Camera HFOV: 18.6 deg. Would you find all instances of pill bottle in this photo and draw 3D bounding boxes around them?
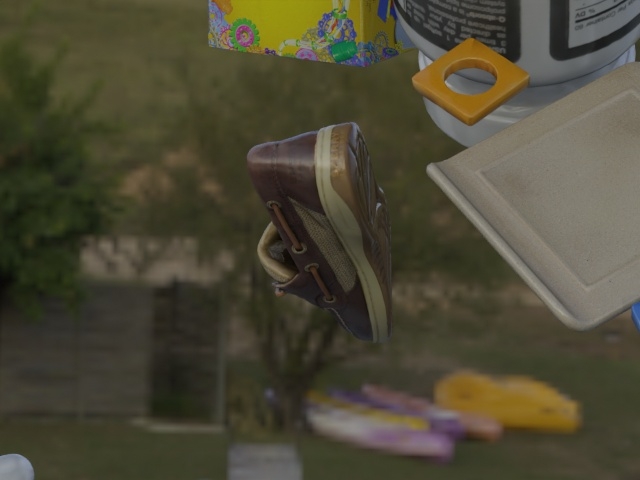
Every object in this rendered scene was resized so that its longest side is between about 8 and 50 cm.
[{"bbox_3d":[0.152,-0.247,1.468,0.210,0.210,0.363,1,-44,6],"label":"pill bottle"}]

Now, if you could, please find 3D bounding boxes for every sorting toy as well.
[{"bbox_3d":[0.197,-0.027,1.341,0.196,0.347,0.047,-25,-40,-17],"label":"sorting toy"}]

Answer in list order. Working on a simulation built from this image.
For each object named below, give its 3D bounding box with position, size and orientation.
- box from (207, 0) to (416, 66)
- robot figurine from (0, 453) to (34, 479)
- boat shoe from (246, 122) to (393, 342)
[{"bbox_3d":[0.041,-0.336,1.810,0.177,0.290,0.279,11,22,32],"label":"box"},{"bbox_3d":[-0.328,0.368,1.946,0.353,0.299,0.200,-11,10,-27],"label":"robot figurine"},{"bbox_3d":[0.000,0.000,1.896,0.123,0.123,0.342,-5,-26,8],"label":"boat shoe"}]
